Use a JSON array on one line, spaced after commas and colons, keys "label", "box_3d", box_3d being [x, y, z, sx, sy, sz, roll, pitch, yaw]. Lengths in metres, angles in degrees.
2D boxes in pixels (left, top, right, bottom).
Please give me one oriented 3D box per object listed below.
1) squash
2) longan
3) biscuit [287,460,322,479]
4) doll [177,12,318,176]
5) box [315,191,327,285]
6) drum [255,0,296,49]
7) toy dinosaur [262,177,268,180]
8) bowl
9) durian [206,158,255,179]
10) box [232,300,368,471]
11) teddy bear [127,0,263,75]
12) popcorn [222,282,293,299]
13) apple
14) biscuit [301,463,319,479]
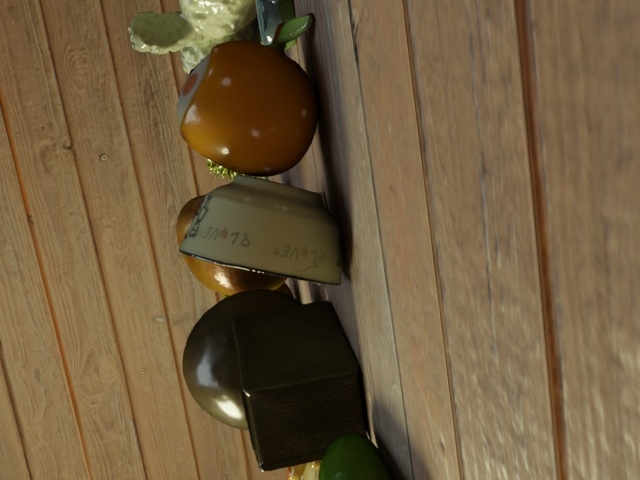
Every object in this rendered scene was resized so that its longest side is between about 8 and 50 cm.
[{"label": "squash", "box_3d": [0.059, 0.342, 1.118, 0.395, 0.107, 0.107, -142, 43, -79]}, {"label": "longan", "box_3d": [-0.125, 0.231, 1.714, 0.297, 0.298, 0.297, 170, 90, -83]}, {"label": "biscuit", "box_3d": [-0.025, 0.354, 1.568, 0.153, 0.030, 0.234, -69, 11, -23]}, {"label": "doll", "box_3d": [-0.085, -0.209, 1.239, 0.236, 0.214, 0.213, -61, 10, 2]}, {"label": "box", "box_3d": [0.000, 0.000, 1.411, 0.167, 0.024, 0.090, 94, 165, -64]}, {"label": "drum", "box_3d": [-0.063, -0.350, 1.291, 0.253, 0.049, 0.129, -168, 68, -83]}, {"label": "toy dinosaur", "box_3d": [-0.152, -0.224, 2.037, 0.129, 0.076, 0.382, -45, -42, -58]}, {"label": "bowl", "box_3d": [-0.072, -0.019, 1.245, 0.238, 0.238, 0.126, -164, 88, -82]}, {"label": "durian", "box_3d": [-0.133, -0.207, 1.569, 0.237, 0.177, 0.200, 151, 99, -88]}, {"label": "box", "box_3d": [-0.042, 0.226, 1.425, 0.273, 0.184, 0.143, -116, 16, -67]}, {"label": "teddy bear", "box_3d": [-0.247, -0.441, 1.630, 0.327, 0.375, 0.362, -57, 7, -27]}, {"label": "popcorn", "box_3d": [-0.151, 0.251, 2.138, 0.297, 0.281, 0.315, -35, -45, -64]}, {"label": "apple", "box_3d": [-0.176, 0.004, 1.900, 0.264, 0.265, 0.264, 170, 90, -83]}, {"label": "biscuit", "box_3d": [0.024, 0.531, 1.575, 0.446, 0.104, 0.429, 152, 122, -81]}]
